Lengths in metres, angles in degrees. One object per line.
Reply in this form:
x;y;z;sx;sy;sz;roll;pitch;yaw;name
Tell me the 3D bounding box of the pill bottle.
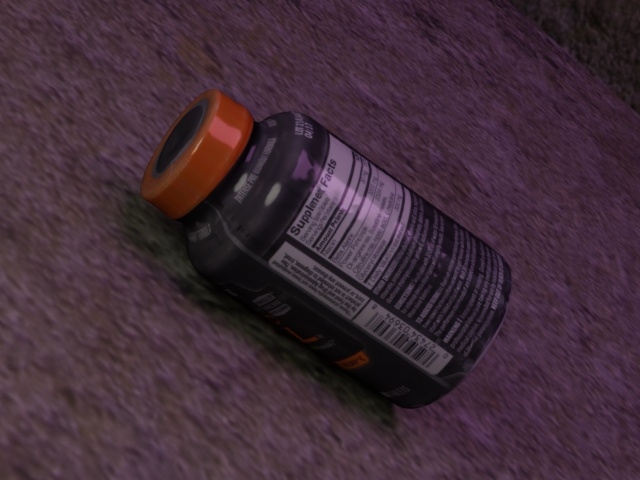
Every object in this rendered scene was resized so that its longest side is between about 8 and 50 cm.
0.000;0.000;1.092;0.245;0.130;0.130;35;23;-19;pill bottle
